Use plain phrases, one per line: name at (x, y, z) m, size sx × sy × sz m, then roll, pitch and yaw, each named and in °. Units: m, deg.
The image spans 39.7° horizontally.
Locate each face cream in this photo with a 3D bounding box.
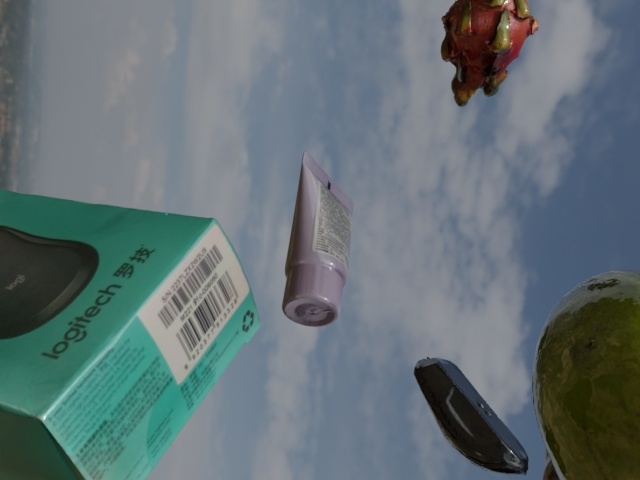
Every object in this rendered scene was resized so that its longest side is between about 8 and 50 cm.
face cream at (0.000, 0.000, 1.418) m, size 0.096 × 0.154 × 0.274 m, roll -19°, pitch -135°, yaw 32°

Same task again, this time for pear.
pear at (0.272, 0.133, 0.681) m, size 0.269 × 0.212 × 0.212 m, roll -111°, pitch -151°, yaw -43°

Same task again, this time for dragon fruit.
dragon fruit at (0.247, -0.302, 1.342) m, size 0.150 × 0.133 × 0.208 m, roll 45°, pitch -59°, yaw 53°

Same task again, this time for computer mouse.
computer mouse at (0.208, 0.258, 1.270) m, size 0.073 × 0.122 × 0.217 m, roll -42°, pitch -114°, yaw 10°

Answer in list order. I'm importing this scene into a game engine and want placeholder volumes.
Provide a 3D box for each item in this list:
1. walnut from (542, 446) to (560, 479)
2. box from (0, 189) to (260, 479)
walnut at (0.451, 0.364, 1.354) m, size 0.224 × 0.224 × 0.224 m, roll -177°, pitch -90°, yaw -72°
box at (-0.231, 0.067, 0.677) m, size 0.205 × 0.311 × 0.118 m, roll -51°, pitch 138°, yaw -40°
